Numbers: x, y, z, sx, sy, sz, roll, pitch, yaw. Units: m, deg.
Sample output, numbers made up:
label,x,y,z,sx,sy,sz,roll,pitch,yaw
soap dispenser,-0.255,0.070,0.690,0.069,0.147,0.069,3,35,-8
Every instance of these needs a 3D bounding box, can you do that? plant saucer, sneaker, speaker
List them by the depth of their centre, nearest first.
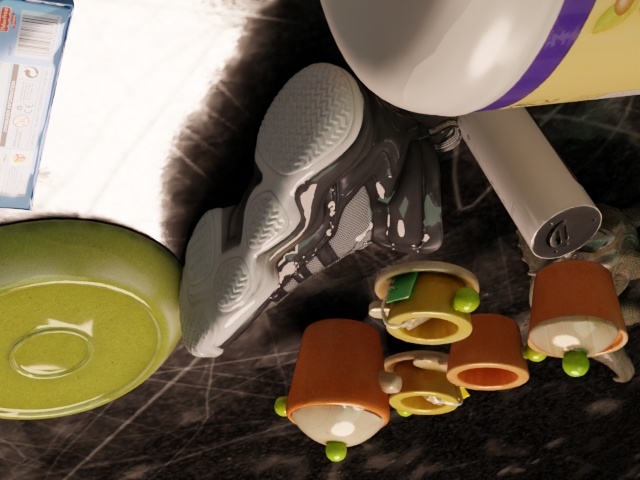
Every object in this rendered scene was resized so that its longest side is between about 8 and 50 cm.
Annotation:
label,x,y,z,sx,sy,sz,roll,pitch,yaw
speaker,0.152,-0.052,0.646,0.055,0.136,0.055,-13,140,-11
sneaker,0.000,0.000,0.662,0.153,0.101,0.269,12,128,-31
plant saucer,-0.220,0.080,0.708,0.241,0.037,0.241,-13,140,-11

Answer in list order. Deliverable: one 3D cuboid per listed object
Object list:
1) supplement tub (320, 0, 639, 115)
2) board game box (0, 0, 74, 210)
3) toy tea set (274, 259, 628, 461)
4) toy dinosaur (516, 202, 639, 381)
label,x,y,z,sx,sy,sz,roll,pitch,yaw
supplement tub,0.176,-0.192,0.414,0.331,0.241,0.241,-9,139,-16
board game box,-0.261,-0.091,0.490,0.211,0.039,0.160,3,135,-28
toy tea set,0.104,0.118,0.748,0.200,0.124,0.336,16,150,-21
toy dinosaur,0.263,0.036,0.843,0.160,0.121,0.313,-10,146,5
